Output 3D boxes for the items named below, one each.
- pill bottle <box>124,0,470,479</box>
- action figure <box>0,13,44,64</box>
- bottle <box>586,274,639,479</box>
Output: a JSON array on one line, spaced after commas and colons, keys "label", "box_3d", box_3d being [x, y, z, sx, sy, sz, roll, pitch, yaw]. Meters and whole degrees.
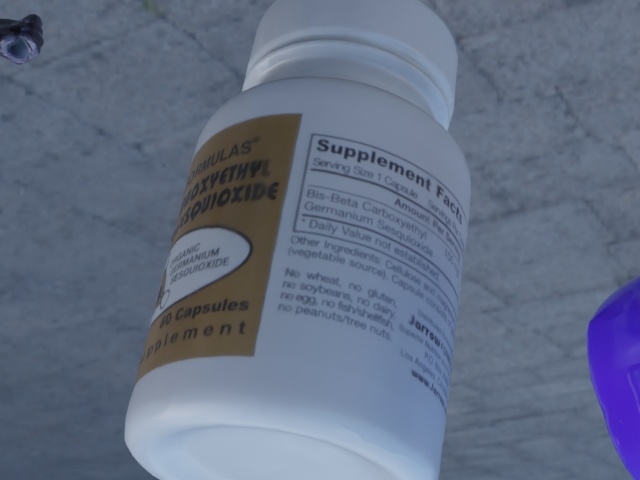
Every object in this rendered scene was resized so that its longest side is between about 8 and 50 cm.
[{"label": "pill bottle", "box_3d": [0.000, 0.000, 0.546, 0.131, 0.229, 0.131, 8, 149, 5]}, {"label": "action figure", "box_3d": [-0.113, -0.143, 0.481, 0.285, 0.099, 0.185, -35, -176, -30]}, {"label": "bottle", "box_3d": [0.228, 0.011, 0.377, 0.283, 0.092, 0.118, -26, 165, 37]}]
